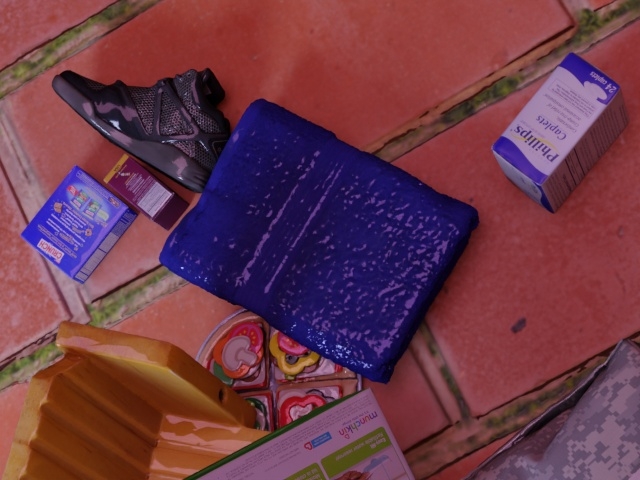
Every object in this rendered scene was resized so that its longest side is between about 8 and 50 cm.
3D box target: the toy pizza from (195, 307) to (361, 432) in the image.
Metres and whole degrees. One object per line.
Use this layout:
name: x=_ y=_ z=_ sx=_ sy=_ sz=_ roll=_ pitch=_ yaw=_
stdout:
toy pizza: x=-0.054 y=0.162 z=1.938 sx=0.201 sy=0.032 sz=0.201 roll=-4 pitch=75 yaw=15

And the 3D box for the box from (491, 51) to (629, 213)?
box: x=0.258 y=-0.114 z=1.870 sx=0.072 sy=0.126 sz=0.137 roll=39 pitch=88 yaw=20

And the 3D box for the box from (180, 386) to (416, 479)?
box: x=-0.024 y=0.303 z=1.670 sx=0.262 sy=0.127 sz=0.231 roll=-26 pitch=88 yaw=-29

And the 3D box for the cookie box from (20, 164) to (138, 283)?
cookie box: x=-0.283 y=-0.018 z=2.045 sx=0.092 sy=0.040 sz=0.107 roll=38 pitch=88 yaw=21

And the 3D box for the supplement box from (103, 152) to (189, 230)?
supplement box: x=-0.202 y=-0.056 z=2.024 sx=0.083 sy=0.055 sz=0.043 roll=39 pitch=89 yaw=20

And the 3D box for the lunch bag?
lunch bag: x=0.286 y=0.271 z=1.717 sx=0.305 sy=0.212 sz=0.256 roll=-39 pitch=69 yaw=2

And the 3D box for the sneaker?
sneaker: x=-0.199 y=-0.161 z=2.036 sx=0.228 sy=0.087 sz=0.130 roll=29 pitch=84 yaw=17

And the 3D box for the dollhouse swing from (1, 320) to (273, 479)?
dollhouse swing: x=-0.112 y=0.300 z=1.735 sx=0.305 sy=0.315 sz=0.346 roll=3 pitch=66 yaw=26

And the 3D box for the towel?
towel: x=0.000 y=0.000 z=1.941 sx=0.308 sy=0.076 sz=0.227 roll=28 pitch=83 yaw=23
